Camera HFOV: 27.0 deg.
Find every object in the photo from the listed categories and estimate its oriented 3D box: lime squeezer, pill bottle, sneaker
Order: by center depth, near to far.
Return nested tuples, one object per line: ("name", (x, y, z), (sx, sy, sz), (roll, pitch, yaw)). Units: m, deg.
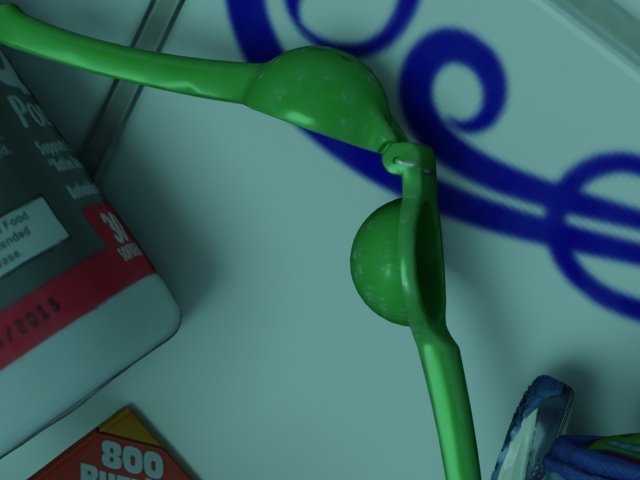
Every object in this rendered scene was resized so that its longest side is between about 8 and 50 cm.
("lime squeezer", (0.000, 0.000, 0.496), (0.110, 0.059, 0.310), (-38, 83, -4))
("sneaker", (0.097, 0.111, 0.519), (0.058, 0.052, 0.135), (8, 122, 18))
("pill bottle", (-0.215, -0.044, 0.558), (0.176, 0.176, 0.318), (-35, 90, 37))

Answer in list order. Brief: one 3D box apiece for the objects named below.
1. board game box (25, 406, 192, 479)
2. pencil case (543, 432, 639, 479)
("board game box", (-0.158, 0.369, 0.586), (0.356, 0.356, 0.356), (47, 126, 5))
("pencil case", (0.139, 0.206, 0.436), (0.119, 0.133, 0.306), (-4, 86, 61))
